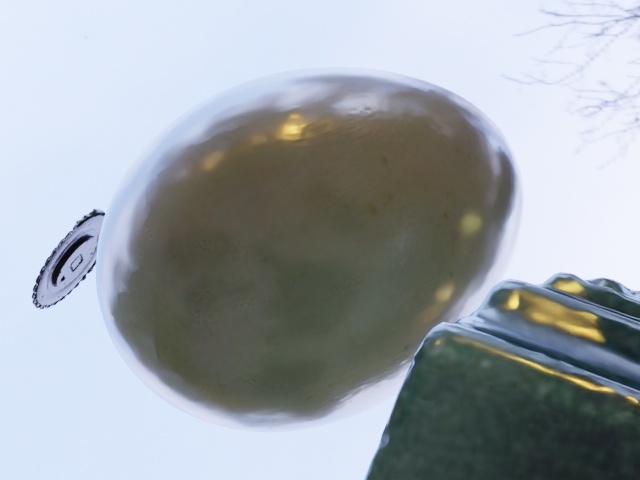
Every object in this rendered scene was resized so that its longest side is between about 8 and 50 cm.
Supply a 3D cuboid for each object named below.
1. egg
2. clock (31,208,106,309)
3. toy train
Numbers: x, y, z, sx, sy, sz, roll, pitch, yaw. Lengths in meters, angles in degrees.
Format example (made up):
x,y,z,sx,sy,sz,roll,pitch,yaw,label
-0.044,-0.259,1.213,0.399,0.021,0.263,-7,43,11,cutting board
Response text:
x,y,z,sx,sy,sz,roll,pitch,yaw,label
0.000,0.000,0.791,0.254,0.188,0.188,-21,-79,-27,egg
-0.177,0.015,1.035,0.010,0.074,0.083,32,-112,15,clock
0.092,0.139,0.450,0.167,0.299,0.238,20,-95,27,toy train
